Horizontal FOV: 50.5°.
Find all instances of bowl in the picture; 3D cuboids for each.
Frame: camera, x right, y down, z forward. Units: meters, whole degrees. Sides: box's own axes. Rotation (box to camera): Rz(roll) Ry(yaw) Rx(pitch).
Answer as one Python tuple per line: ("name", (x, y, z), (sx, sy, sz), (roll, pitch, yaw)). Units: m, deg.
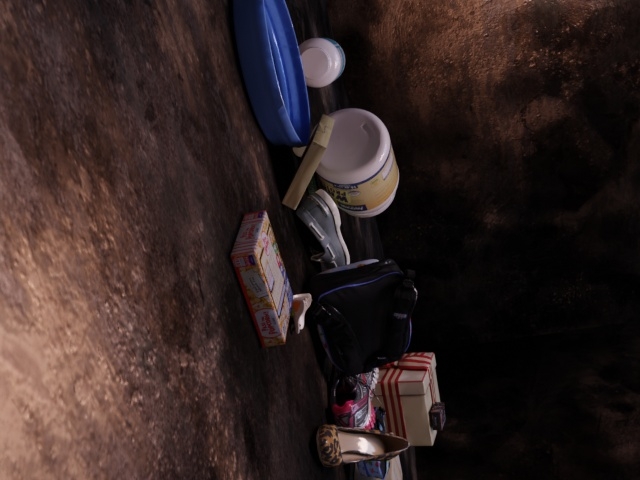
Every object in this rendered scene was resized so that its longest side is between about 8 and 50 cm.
("bowl", (-0.107, -0.401, 1.545), (0.391, 0.077, 0.391), (-10, 90, -80))

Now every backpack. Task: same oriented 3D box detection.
("backpack", (0.098, 0.189, 1.679), (0.213, 0.276, 0.264), (-112, -170, -68))
("backpack", (0.121, 0.537, 1.778), (0.158, 0.116, 0.173), (16, 64, -80))

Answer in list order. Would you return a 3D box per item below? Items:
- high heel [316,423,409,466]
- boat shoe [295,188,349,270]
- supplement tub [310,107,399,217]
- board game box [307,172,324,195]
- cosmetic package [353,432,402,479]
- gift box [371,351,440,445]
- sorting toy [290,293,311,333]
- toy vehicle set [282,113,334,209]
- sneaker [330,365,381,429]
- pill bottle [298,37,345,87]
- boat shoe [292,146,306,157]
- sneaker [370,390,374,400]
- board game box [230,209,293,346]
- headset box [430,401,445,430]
("high heel", (0.094, 0.447, 1.503), (0.261, 0.186, 0.093), (59, 23, -65))
("boat shoe", (0.000, 0.000, 1.780), (0.116, 0.099, 0.319), (44, -20, 34))
("supplement tub", (0.106, -0.213, 1.964), (0.316, 0.228, 0.228), (57, 25, -65))
("board game box", (-0.008, -0.116, 1.975), (0.136, 0.030, 0.260), (47, 34, -76))
("cosmetic package", (0.161, 0.690, 1.873), (0.309, 0.113, 0.160), (-71, 149, -69))
("gift box", (0.253, 0.493, 2.216), (0.276, 0.255, 0.258), (-48, 130, -70))
("sorting toy", (-0.046, 0.156, 1.438), (0.083, 0.044, 0.075), (-30, 117, -80))
("toy vehicle set", (-0.026, -0.197, 1.638), (0.166, 0.035, 0.267), (-62, -174, 24))
("sneaker", (0.083, 0.363, 1.743), (0.299, 0.120, 0.112), (-92, 156, -57))
("pill bottle", (-0.005, -0.548, 2.084), (0.264, 0.146, 0.146), (-67, 146, -72))
("boat shoe", (-0.059, -0.271, 1.785), (0.137, 0.049, 0.043), (59, 20, -53))
("sneaker", (0.105, 0.331, 1.943), (0.146, 0.102, 0.294), (48, 33, -74))
("board game box", (-0.098, 0.066, 1.199), (0.147, 0.045, 0.194), (-82, 160, -60))
("headset box", (0.365, 0.546, 2.102), (0.083, 0.032, 0.062), (-30, 114, -66))
